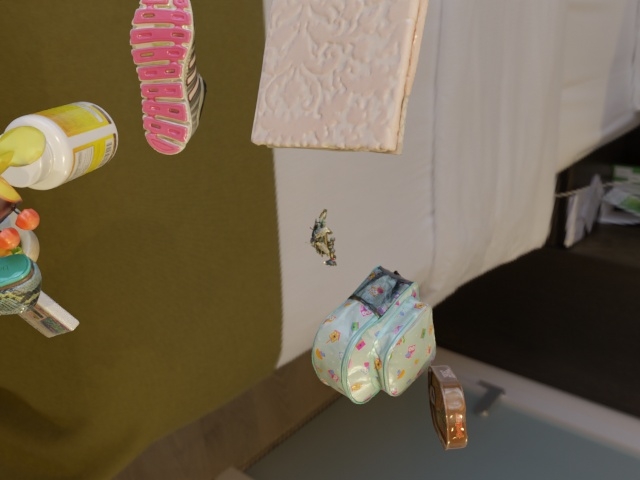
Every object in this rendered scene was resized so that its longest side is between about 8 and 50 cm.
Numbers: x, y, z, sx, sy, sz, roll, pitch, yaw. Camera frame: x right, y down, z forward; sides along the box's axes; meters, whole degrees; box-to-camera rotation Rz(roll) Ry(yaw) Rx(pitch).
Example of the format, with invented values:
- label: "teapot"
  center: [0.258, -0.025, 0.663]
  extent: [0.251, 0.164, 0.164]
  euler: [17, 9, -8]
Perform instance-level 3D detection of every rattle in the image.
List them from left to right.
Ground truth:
- label: "rattle"
  center: [-0.561, -0.026, 1.210]
  extent: [0.143, 0.130, 0.199]
  euler: [46, 31, -60]

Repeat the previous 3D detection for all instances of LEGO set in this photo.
- label: "LEGO set"
  center: [0.000, 0.003, 0.683]
  extent: [0.083, 0.024, 0.054]
  euler: [79, 9, -55]

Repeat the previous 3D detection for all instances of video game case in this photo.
- label: "video game case"
  center: [-0.413, 0.074, 0.982]
  extent: [0.157, 0.143, 0.019]
  euler: [45, 59, -17]

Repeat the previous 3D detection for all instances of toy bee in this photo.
- label: "toy bee"
  center: [-0.364, -0.041, 0.717]
  extent: [0.162, 0.298, 0.195]
  euler: [42, 89, -6]

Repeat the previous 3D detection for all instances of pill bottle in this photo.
- label: "pill bottle"
  center: [-0.423, -0.151, 1.146]
  extent: [0.215, 0.117, 0.117]
  euler: [-56, 148, -68]

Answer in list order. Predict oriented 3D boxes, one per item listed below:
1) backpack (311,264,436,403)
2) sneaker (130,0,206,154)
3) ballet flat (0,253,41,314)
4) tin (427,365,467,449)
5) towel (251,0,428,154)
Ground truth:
- label: "backpack"
  center: [0.083, 0.158, 1.103]
  extent: [0.188, 0.144, 0.165]
  euler: [-34, 136, -24]
- label: "sneaker"
  center: [-0.154, -0.178, 0.742]
  extent: [0.075, 0.063, 0.170]
  euler: [-75, 165, -75]
- label: "ballet flat"
  center: [-0.369, 0.063, 0.700]
  extent: [0.189, 0.070, 0.070]
  euler: [-9, 113, -12]
- label: "tin"
  center: [0.198, 0.260, 1.127]
  extent: [0.189, 0.040, 0.106]
  euler: [-86, 176, -85]
- label: "towel"
  center: [0.028, -0.307, 1.211]
  extent: [0.053, 0.332, 0.316]
  euler: [7, 93, -48]
